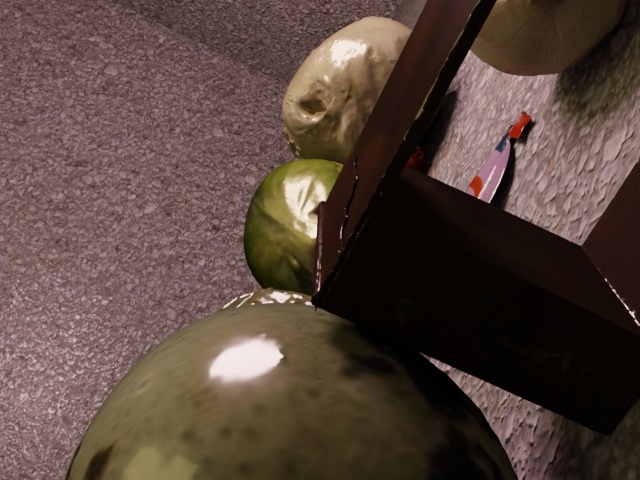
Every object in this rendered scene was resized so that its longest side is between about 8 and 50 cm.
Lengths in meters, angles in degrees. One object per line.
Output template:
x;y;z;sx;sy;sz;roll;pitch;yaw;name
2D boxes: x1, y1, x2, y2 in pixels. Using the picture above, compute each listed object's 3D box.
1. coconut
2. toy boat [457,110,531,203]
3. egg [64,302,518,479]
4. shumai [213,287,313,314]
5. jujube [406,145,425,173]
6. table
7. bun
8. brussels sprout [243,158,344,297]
0.254;-0.299;0.850;0.234;0.224;0.224;-87;23;-73;coconut
0.192;-0.020;0.980;0.318;0.072;0.219;-51;11;26;toy boat
-0.025;0.222;0.559;0.345;0.345;0.428;-64;18;8;egg
-0.028;0.260;0.916;0.330;0.292;0.288;-58;-27;-18;shumai
0.159;-0.124;1.406;0.077;0.077;0.129;-78;4;-56;jujube
0.163;-0.057;0.550;0.196;0.250;0.282;-84;19;-67;table
0.098;-0.258;1.463;0.234;0.326;0.362;57;131;28;bun
-0.003;-0.005;1.376;0.289;0.281;0.354;-67;18;3;brussels sprout
